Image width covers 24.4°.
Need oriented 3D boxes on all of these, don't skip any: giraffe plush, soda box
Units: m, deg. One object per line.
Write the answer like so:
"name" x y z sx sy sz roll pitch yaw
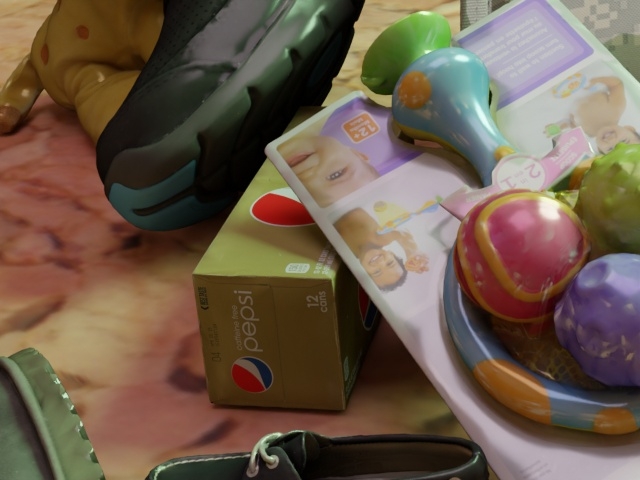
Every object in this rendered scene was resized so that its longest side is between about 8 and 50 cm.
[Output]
"giraffe plush" -0.107 -0.157 0.861 0.210 0.170 0.181 12 31 31
"soda box" 0.000 0.000 0.646 0.058 0.061 0.181 1 27 13

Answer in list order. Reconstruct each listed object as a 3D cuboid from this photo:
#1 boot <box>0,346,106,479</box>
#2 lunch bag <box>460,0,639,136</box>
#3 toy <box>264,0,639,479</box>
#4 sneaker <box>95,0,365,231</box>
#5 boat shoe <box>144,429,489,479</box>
"boot" -0.161 0.117 0.444 0.209 0.076 0.189 -20 27 -14
"lunch bag" 0.182 -0.090 0.668 0.235 0.169 0.287 -2 52 11
"toy" 0.085 -0.005 0.521 0.137 0.056 0.237 -31 51 -7
"sneaker" -0.033 -0.151 0.773 0.140 0.125 0.340 31 62 2
"boat shoe" -0.003 0.083 0.505 0.125 0.038 0.046 4 27 17
